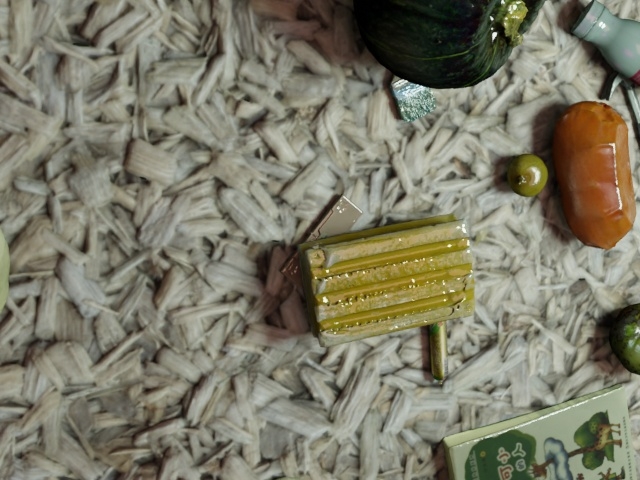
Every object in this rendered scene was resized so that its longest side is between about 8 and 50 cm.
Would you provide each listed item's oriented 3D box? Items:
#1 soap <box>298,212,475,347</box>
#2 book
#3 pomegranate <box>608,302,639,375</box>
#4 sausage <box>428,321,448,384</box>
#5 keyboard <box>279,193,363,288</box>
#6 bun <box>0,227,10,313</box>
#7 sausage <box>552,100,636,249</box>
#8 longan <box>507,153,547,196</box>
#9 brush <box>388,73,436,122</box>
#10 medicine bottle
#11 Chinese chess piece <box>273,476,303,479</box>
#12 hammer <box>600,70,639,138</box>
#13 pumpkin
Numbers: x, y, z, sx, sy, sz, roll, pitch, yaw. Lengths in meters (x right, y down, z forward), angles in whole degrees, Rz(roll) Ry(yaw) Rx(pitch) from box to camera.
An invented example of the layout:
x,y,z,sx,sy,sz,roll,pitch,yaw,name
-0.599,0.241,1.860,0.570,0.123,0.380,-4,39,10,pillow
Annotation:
x,y,z,sx,sy,sz,roll,pitch,yaw,name
0.112,0.061,1.685,0.274,0.089,0.173,-11,103,-10,soap
0.418,0.435,1.905,0.371,0.043,0.260,-16,106,-14,book
0.607,0.172,1.869,0.163,0.138,0.125,-25,144,-31,pomegranate
0.202,0.124,1.781,0.033,0.033,0.269,-8,103,-15,sausage
0.000,0.000,1.704,0.055,0.017,0.166,40,88,-25,keyboard
-0.560,0.027,1.465,0.259,0.160,0.259,0,107,-1,bun
0.471,-0.113,1.767,0.133,0.133,0.258,-17,106,-13,sausage
0.352,-0.111,1.756,0.075,0.083,0.075,8,108,25,longan
0.130,-0.291,1.683,0.070,0.021,0.196,-28,107,-12,brush
0.535,-0.324,1.744,0.217,0.090,0.090,33,90,-3,medicine bottle
-0.057,0.467,1.761,0.122,0.051,0.122,-4,104,-16,Chinese chess piece
0.574,-0.196,1.836,0.103,0.029,0.246,-27,109,-11,hammer
0.199,-0.388,1.544,0.323,0.241,0.323,-32,142,-29,pumpkin
